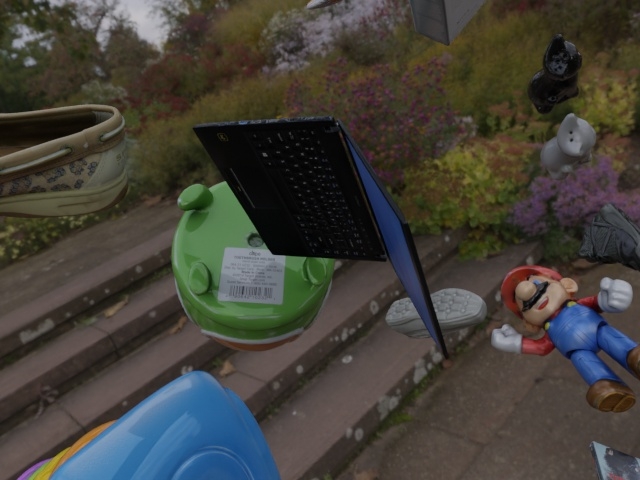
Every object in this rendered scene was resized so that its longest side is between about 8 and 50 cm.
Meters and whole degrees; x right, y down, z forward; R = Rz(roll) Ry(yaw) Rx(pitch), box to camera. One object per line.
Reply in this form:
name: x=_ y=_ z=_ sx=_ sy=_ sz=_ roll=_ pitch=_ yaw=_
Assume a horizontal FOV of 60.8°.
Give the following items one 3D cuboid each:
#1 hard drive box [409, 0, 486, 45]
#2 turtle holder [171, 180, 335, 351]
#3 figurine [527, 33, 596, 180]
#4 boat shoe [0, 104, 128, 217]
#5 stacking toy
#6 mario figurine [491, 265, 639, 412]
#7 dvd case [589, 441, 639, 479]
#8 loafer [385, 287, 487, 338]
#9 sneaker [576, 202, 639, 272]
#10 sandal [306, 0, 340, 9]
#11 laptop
hard drive box: x=0.249 y=-0.521 z=1.024 sx=0.089 sy=0.232 sz=0.181 roll=35 pitch=82 yaw=27
turtle holder: x=-0.116 y=0.023 z=0.853 sx=0.243 sy=0.320 sz=0.228 roll=-21 pitch=-30 yaw=-21
figurine: x=0.426 y=-0.226 z=0.954 sx=0.092 sy=0.215 sz=0.209 roll=-10 pitch=-6 yaw=19
boat shoe: x=-0.307 y=-0.068 z=0.446 sx=0.285 sy=0.089 sz=0.105 roll=-11 pitch=50 yaw=-29
stacking toy: x=-0.191 y=0.227 z=0.429 sx=0.301 sy=0.175 sz=0.165 roll=-20 pitch=5 yaw=30
mario figurine: x=0.415 y=0.140 z=0.954 sx=0.197 sy=0.170 sz=0.320 roll=-20 pitch=31 yaw=-8
dvd case: x=0.407 y=0.323 z=0.713 sx=0.087 sy=0.013 sz=0.119 roll=20 pitch=26 yaw=9
loafer: x=0.303 y=0.197 z=1.397 sx=0.319 sy=0.111 sz=0.112 roll=-16 pitch=37 yaw=56
sneaker: x=0.646 y=0.033 z=1.176 sx=0.130 sy=0.087 sz=0.228 roll=-56 pitch=32 yaw=30
sandal: x=0.071 y=-0.575 z=1.139 sx=0.265 sy=0.076 sz=0.102 roll=-20 pitch=13 yaw=38
laptop: x=0.000 y=0.000 z=0.580 sx=0.264 sy=0.234 sz=0.137 roll=3 pitch=53 yaw=25
